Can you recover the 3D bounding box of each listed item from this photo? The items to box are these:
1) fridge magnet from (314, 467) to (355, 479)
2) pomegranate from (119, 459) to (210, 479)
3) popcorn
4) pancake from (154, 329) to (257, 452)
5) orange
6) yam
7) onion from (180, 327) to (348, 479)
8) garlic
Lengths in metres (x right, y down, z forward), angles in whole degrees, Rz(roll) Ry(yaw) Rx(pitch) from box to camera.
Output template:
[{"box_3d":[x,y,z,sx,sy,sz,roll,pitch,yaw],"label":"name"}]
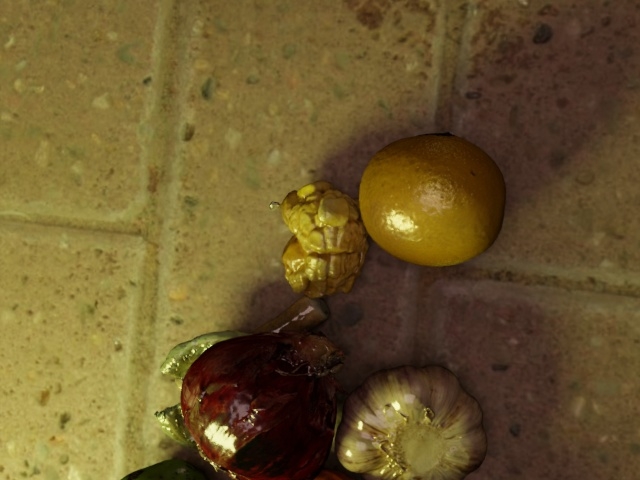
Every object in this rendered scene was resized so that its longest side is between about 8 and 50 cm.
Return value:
[{"box_3d":[-0.017,0.545,1.308,0.363,0.155,0.363,-25,53,39],"label":"fridge magnet"},{"box_3d":[-0.276,0.500,1.406,0.214,0.214,0.248,34,127,9],"label":"pomegranate"},{"box_3d":[0.013,-0.004,1.381,0.163,0.140,0.194,-20,71,44],"label":"popcorn"},{"box_3d":[-0.159,0.265,1.412,0.253,0.037,0.253,-1,109,-3],"label":"pancake"},{"box_3d":[0.179,-0.064,1.313,0.236,0.236,0.236,0,88,10],"label":"orange"},{"box_3d":[-0.119,0.186,1.440,0.300,0.066,0.066,-30,83,7],"label":"yam"},{"box_3d":[-0.084,0.275,1.284,0.281,0.221,0.281,-5,109,-15],"label":"onion"},{"box_3d":[0.142,0.306,1.344,0.245,0.160,0.245,-2,102,-8],"label":"garlic"}]
